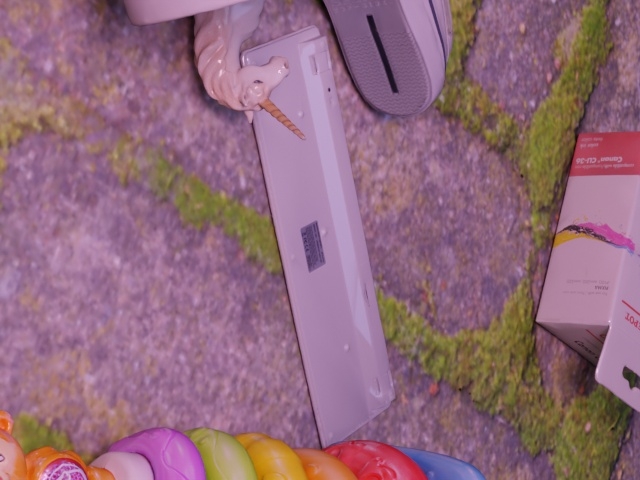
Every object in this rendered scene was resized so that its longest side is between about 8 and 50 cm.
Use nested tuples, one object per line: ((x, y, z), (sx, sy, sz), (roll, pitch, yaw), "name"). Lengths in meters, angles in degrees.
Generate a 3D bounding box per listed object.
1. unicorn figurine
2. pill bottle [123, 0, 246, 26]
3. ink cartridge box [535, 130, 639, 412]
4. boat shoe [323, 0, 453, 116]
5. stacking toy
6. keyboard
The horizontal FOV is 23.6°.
((-0.050, -0.144, 0.845), (0.162, 0.060, 0.111), (48, 56, -21), "unicorn figurine")
((-0.073, -0.246, 0.715), (0.152, 0.152, 0.272), (-27, 107, -46), "pill bottle")
((0.229, 0.029, 1.173), (0.115, 0.067, 0.198), (34, 65, -45), "ink cartridge box")
((0.029, -0.185, 0.926), (0.076, 0.083, 0.226), (-62, 146, -44), "boat shoe")
((-0.069, 0.153, 0.784), (0.302, 0.166, 0.175), (26, 75, -32), "stacking toy")
((0.000, 0.000, 0.942), (0.072, 0.014, 0.256), (-26, 111, -41), "keyboard")
